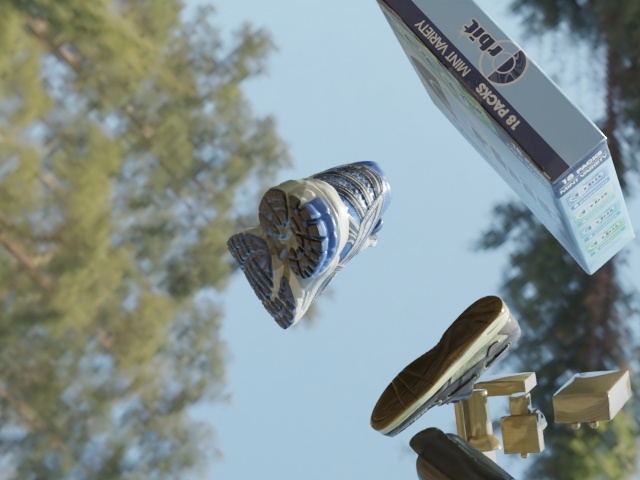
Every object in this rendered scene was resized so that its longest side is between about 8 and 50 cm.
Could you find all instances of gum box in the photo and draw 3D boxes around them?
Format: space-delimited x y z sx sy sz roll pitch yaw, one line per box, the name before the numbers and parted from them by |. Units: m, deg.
gum box | 0.110 -0.070 0.957 0.041 0.184 0.157 -40 -113 2

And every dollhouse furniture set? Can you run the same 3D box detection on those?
dollhouse furniture set | 0.207 0.191 1.518 0.151 0.123 0.144 -6 -176 20

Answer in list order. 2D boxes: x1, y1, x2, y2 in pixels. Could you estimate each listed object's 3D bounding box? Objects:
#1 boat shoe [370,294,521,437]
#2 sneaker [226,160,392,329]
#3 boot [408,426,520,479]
boat shoe | 0.108 0.114 1.387 0.152 0.049 0.056 -43 -155 3
sneaker | 0.000 0.000 0.753 0.058 0.052 0.135 -30 175 -21
boot | 0.134 0.197 0.979 0.077 0.198 0.137 -35 -146 -18
